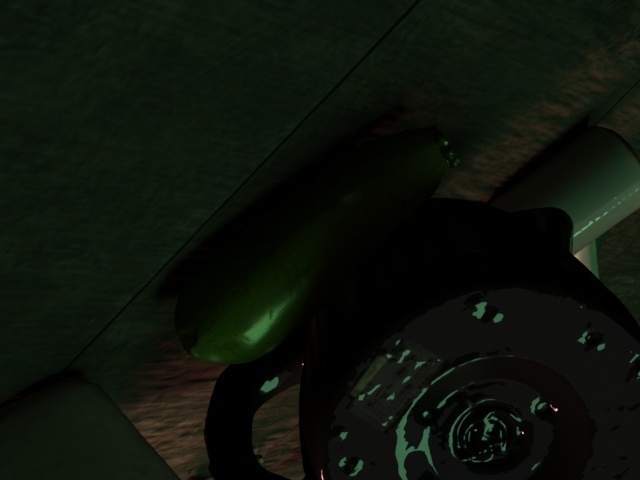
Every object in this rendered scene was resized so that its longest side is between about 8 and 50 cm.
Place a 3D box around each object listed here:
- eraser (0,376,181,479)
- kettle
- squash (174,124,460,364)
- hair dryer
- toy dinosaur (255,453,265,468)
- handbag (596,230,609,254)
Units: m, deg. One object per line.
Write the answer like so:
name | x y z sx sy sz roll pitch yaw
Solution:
eraser | -0.239 0.252 1.071 0.331 0.150 0.331 -37 162 -14
kettle | 0.072 0.081 1.224 0.251 0.207 0.271 -60 -163 17
squash | 0.000 0.000 1.124 0.201 0.066 0.066 -38 163 -16
hair dryer | 0.190 0.023 1.542 0.131 0.073 0.236 -36 147 -15
toy dinosaur | -0.103 0.210 1.490 0.180 0.037 0.058 -30 137 -57
handbag | 0.114 0.096 1.649 0.332 0.075 0.191 -40 168 -19
